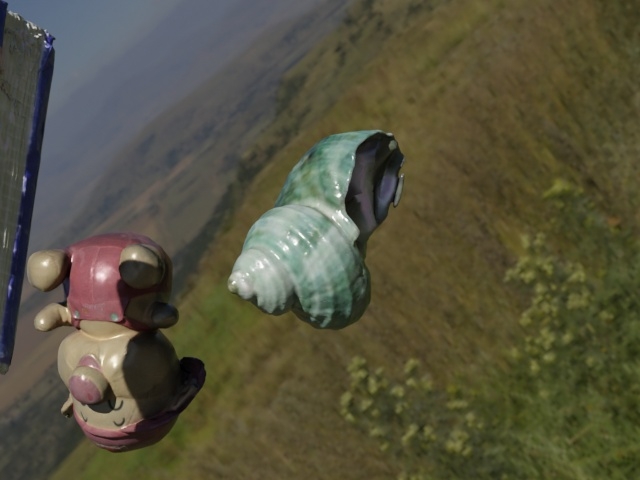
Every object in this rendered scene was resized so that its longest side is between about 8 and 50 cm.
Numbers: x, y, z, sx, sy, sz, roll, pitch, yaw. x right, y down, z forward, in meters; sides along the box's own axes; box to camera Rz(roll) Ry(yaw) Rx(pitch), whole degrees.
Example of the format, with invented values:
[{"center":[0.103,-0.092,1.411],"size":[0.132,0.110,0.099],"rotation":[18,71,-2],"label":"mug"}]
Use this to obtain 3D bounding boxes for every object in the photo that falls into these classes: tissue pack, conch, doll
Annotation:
[{"center":[-0.321,-0.043,0.828],"size":[0.209,0.270,0.137],"rotation":[1,-15,19],"label":"tissue pack"},{"center":[0.000,0.000,1.342],"size":[0.277,0.195,0.220],"rotation":[-31,-30,-29],"label":"conch"},{"center":[-0.229,0.121,1.289],"size":[0.152,0.256,0.196],"rotation":[-16,17,-38],"label":"doll"}]
